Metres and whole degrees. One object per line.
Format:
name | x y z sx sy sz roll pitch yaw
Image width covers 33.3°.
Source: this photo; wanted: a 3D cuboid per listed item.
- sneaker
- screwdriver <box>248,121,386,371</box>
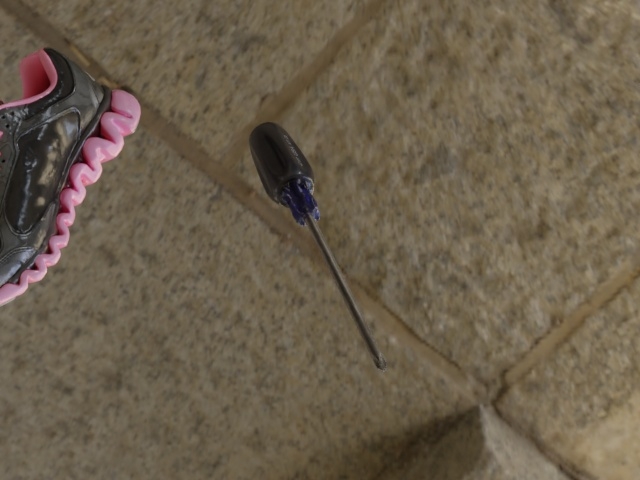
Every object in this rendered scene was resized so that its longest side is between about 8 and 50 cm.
sneaker | -0.118 -0.026 0.412 0.047 0.119 0.057 -13 134 40
screwdriver | 0.000 0.000 0.452 0.024 0.170 0.025 -32 135 4
